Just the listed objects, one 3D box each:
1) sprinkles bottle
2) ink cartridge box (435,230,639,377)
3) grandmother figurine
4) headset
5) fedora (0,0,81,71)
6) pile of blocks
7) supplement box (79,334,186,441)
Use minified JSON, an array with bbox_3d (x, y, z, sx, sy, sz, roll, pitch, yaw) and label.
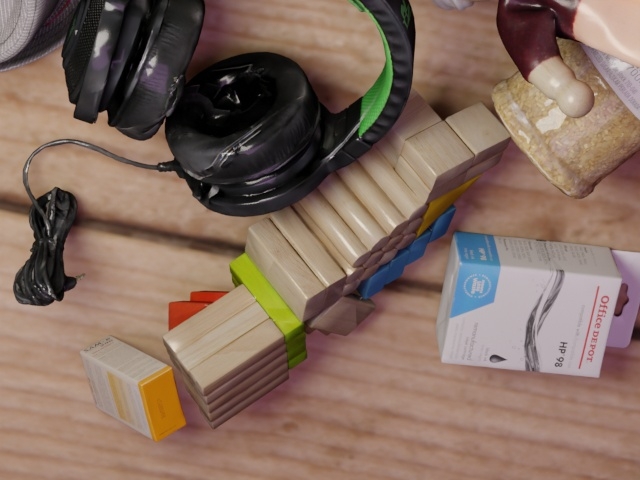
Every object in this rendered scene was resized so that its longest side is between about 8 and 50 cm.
[{"bbox_3d":[0.303,-0.184,1.383,0.355,0.121,0.121,-39,112,17],"label":"sprinkles bottle"},{"bbox_3d":[0.199,0.058,1.540,0.180,0.060,0.104,5,117,-5],"label":"ink cartridge box"},{"bbox_3d":[0.212,-0.191,1.308,0.342,0.208,0.104,20,149,32],"label":"grandmother figurine"},{"bbox_3d":[-0.105,-0.093,1.366,0.243,0.185,0.394,35,132,-28],"label":"headset"},{"bbox_3d":[-0.274,-0.240,1.329,0.244,0.124,0.275,7,117,-6],"label":"fedora"},{"bbox_3d":[0.000,0.000,1.494,0.362,0.149,0.112,-42,69,8],"label":"pile of blocks"},{"bbox_3d":[-0.165,0.129,1.543,0.036,0.098,0.062,-30,123,-31],"label":"supplement box"}]
